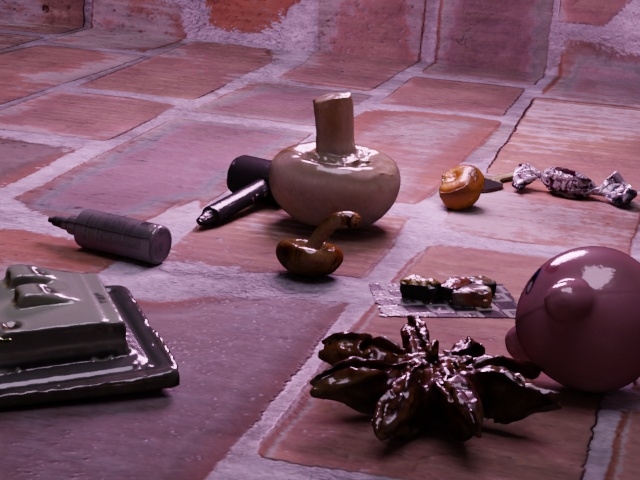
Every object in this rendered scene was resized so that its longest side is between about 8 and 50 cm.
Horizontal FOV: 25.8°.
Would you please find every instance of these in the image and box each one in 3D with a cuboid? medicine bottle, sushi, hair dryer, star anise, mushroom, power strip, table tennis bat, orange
[{"bbox_3d":[-0.306,-0.012,1.981,0.199,0.057,0.058,12,18,26],"label":"medicine bottle"},{"bbox_3d":[0.165,0.065,1.862,0.201,0.031,0.139,1,17,-9],"label":"sushi"},{"bbox_3d":[-0.137,-0.067,2.222,0.114,0.070,0.248,14,28,27],"label":"hair dryer"},{"bbox_3d":[0.123,0.146,1.490,0.288,0.088,0.288,5,15,-1],"label":"star anise"},{"bbox_3d":[0.004,0.011,1.924,0.130,0.072,0.088,-27,-6,14],"label":"mushroom"},{"bbox_3d":[-0.307,0.096,1.560,0.251,0.092,0.257,0,20,-23],"label":"power strip"},{"bbox_3d":[0.294,-0.106,2.498,0.156,0.013,0.087,-12,22,-40],"label":"table tennis bat"},{"bbox_3d":[0.239,-0.087,2.333,0.086,0.062,0.086,-30,29,18],"label":"orange"},{"bbox_3d":[0.022,-0.126,2.156,0.207,0.215,0.207,0,21,0],"label":"mushroom"}]

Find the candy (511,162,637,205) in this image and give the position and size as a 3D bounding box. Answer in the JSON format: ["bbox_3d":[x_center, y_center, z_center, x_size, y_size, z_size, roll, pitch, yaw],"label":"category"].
[{"bbox_3d":[0.441,-0.099,2.441,0.226,0.051,0.094,11,21,24],"label":"candy"}]

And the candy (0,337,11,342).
[{"bbox_3d":[-0.454,0.131,1.431,0.246,0.069,0.149,-16,2,30],"label":"candy"}]

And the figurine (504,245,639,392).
[{"bbox_3d":[0.302,0.089,1.574,0.173,0.173,0.173,3,17,-1],"label":"figurine"}]
